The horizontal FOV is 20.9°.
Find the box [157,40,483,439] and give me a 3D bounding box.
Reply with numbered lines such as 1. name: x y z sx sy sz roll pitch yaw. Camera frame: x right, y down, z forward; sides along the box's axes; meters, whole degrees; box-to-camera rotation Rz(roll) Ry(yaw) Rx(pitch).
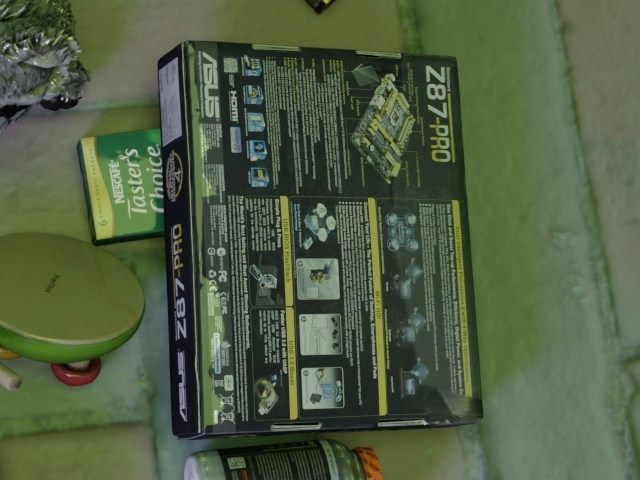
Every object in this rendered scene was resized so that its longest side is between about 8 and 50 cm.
1. box: 0.000 0.000 1.781 0.318 0.097 0.395 -1 82 -23

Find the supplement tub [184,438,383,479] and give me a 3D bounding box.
1. supplement tub: -0.037 0.262 1.750 0.190 0.117 0.117 -4 82 -12

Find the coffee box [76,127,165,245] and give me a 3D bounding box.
1. coffee box: -0.155 -0.062 1.813 0.184 0.040 0.113 -7 83 -14

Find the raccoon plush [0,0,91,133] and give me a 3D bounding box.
1. raccoon plush: -0.342 -0.297 1.676 0.216 0.299 0.446 -10 83 -13

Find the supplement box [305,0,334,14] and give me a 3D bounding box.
1. supplement box: 0.012 -0.295 1.886 0.055 0.043 0.083 45 74 -1

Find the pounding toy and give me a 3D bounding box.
1. pounding toy: -0.290 0.095 1.718 0.183 0.110 0.237 33 35 24
